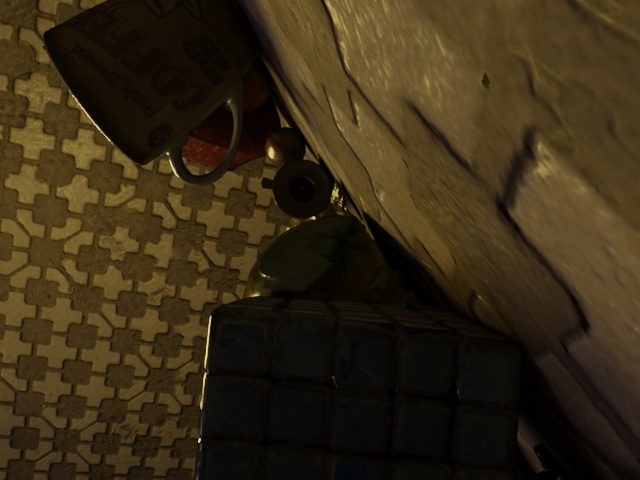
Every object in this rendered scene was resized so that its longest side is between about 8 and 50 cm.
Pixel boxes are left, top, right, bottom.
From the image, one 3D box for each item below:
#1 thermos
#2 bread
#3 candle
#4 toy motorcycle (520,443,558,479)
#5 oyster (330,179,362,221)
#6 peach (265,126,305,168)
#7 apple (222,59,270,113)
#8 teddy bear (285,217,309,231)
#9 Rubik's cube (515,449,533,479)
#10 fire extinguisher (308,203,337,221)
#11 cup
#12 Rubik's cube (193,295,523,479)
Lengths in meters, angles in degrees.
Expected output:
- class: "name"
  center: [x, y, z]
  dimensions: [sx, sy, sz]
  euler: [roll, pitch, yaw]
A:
- class: "thermos"
  center: [-0.042, -0.099, 0.982]
  dimensions: [0.193, 0.137, 0.105]
  euler: [-43, -37, -84]
- class: "bread"
  center: [0.020, 0.092, 0.771]
  dimensions: [0.264, 0.239, 0.395]
  euler: [61, -179, -21]
- class: "candle"
  center: [-0.220, -0.280, 0.983]
  dimensions: [0.317, 0.131, 0.287]
  euler: [60, -138, -19]
- class: "toy motorcycle"
  center: [0.231, 0.315, 0.433]
  dimensions: [0.205, 0.127, 0.275]
  euler: [57, 173, 7]
- class: "oyster"
  center: [0.036, -0.063, 0.847]
  dimensions: [0.093, 0.034, 0.051]
  euler: [62, 170, -24]
- class: "peach"
  center: [-0.069, -0.179, 0.984]
  dimensions: [0.083, 0.083, 0.083]
  euler: [58, 180, 1]
- class: "apple"
  center: [-0.143, -0.276, 0.899]
  dimensions: [0.114, 0.102, 0.099]
  euler: [56, 178, 23]
- class: "teddy bear"
  center: [0.000, 0.000, 1.445]
  dimensions: [0.267, 0.156, 0.256]
  euler: [56, 180, 36]
- class: "Rubik's cube"
  center: [0.183, 0.371, 0.830]
  dimensions: [0.250, 0.246, 0.248]
  euler: [58, 179, 9]
- class: "fire extinguisher"
  center: [-0.016, -0.068, 1.243]
  dimensions: [0.252, 0.106, 0.075]
  euler: [57, -161, 22]
- class: "cup"
  center: [-0.208, -0.238, 0.768]
  dimensions: [0.301, 0.257, 0.227]
  euler: [59, -178, -15]
- class: "Rubik's cube"
  center: [0.020, 0.177, 0.464]
  dimensions: [0.238, 0.236, 0.237]
  euler: [107, 167, -87]
